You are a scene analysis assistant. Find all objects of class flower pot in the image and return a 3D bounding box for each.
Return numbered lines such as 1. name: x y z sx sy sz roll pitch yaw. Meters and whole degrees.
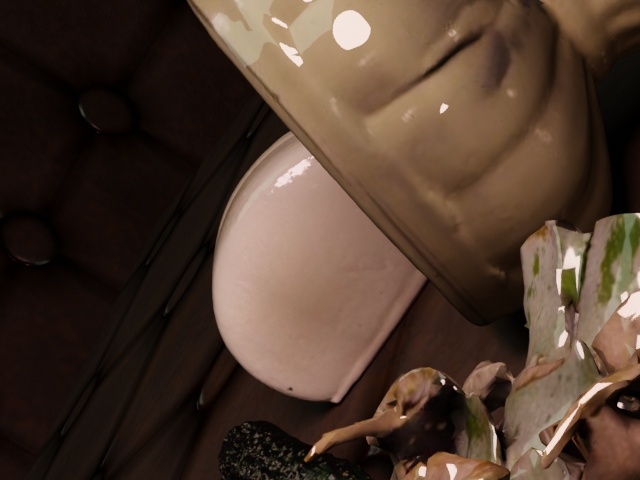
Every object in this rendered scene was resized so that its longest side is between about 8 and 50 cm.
1. flower pot: 0.094 -0.127 0.807 0.244 0.307 0.307 -40 13 4

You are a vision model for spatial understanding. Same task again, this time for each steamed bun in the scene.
1. steamed bun: 0.000 0.000 1.118 0.242 0.164 0.146 -57 11 10

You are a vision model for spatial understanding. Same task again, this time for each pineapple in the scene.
1. pineapple: 0.059 0.123 0.362 0.272 0.262 0.262 -61 12 -19

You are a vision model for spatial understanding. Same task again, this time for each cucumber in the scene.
1. cucumber: -0.018 0.178 0.961 0.072 0.072 0.300 -60 12 -10
